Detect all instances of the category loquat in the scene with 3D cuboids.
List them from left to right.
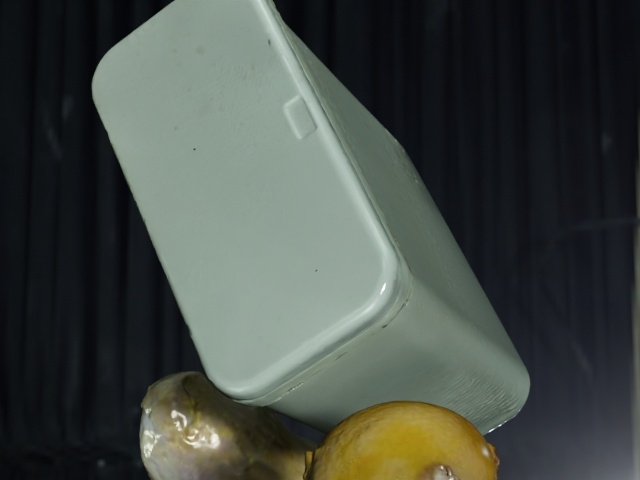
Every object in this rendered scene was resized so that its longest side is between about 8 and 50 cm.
[{"bbox_3d":[0.052,0.175,1.020,0.141,0.141,0.141,0,168,0],"label":"loquat"}]

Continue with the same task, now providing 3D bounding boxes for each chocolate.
[{"bbox_3d":[-0.067,0.236,1.549,0.134,0.134,0.309,-11,140,43],"label":"chocolate"}]

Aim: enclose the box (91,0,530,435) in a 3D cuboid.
[{"bbox_3d":[0.000,0.000,1.325,0.177,0.352,0.344,-34,149,12],"label":"box"}]
